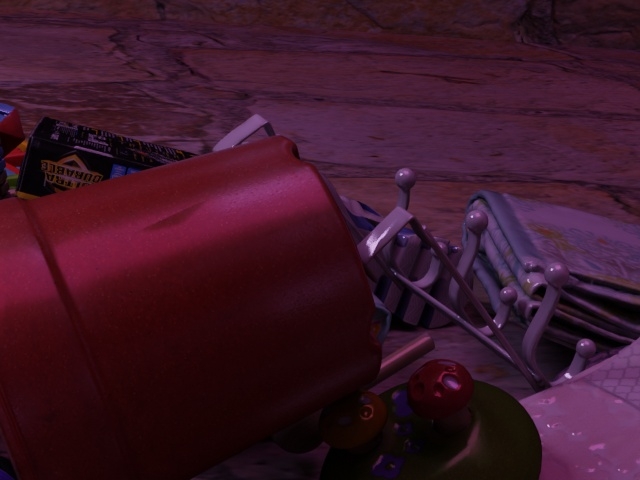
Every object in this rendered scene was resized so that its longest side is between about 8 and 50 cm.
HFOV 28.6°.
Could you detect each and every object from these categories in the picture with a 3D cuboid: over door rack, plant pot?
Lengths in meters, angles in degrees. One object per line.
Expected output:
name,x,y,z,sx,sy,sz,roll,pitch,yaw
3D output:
over door rack,0.092,0.000,1.126,0.324,0.108,0.239,34,1,-43
plant pot,-0.114,0.060,0.917,0.265,0.272,0.272,-21,27,-14

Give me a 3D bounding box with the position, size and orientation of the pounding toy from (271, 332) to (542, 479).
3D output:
pounding toy,0.056,0.137,0.984,0.183,0.110,0.237,-33,33,-10

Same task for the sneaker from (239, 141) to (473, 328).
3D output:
sneaker,0.001,0.000,1.413,0.315,0.127,0.182,26,-3,-27

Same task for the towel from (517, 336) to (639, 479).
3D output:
towel,0.258,0.197,0.972,0.317,0.053,0.332,-22,28,-24

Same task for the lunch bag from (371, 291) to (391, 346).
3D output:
lunch bag,-0.099,0.073,1.170,0.262,0.160,0.223,5,19,-21

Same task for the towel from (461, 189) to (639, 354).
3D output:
towel,0.334,0.049,1.415,0.321,0.090,0.374,15,16,-5

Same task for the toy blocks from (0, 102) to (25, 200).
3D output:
toy blocks,-0.468,-0.082,1.390,0.261,0.190,0.381,17,47,15

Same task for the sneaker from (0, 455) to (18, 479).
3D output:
sneaker,-0.350,0.181,0.892,0.293,0.102,0.146,9,15,-6

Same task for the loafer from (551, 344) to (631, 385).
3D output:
loafer,0.364,0.157,1.197,0.303,0.095,0.109,-8,49,-6

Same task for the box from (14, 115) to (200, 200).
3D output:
box,-0.227,-0.075,1.521,0.257,0.079,0.322,15,7,-13

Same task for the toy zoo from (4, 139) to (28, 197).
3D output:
toy zoo,-0.461,-0.101,1.740,0.192,0.030,0.293,-12,27,-42
